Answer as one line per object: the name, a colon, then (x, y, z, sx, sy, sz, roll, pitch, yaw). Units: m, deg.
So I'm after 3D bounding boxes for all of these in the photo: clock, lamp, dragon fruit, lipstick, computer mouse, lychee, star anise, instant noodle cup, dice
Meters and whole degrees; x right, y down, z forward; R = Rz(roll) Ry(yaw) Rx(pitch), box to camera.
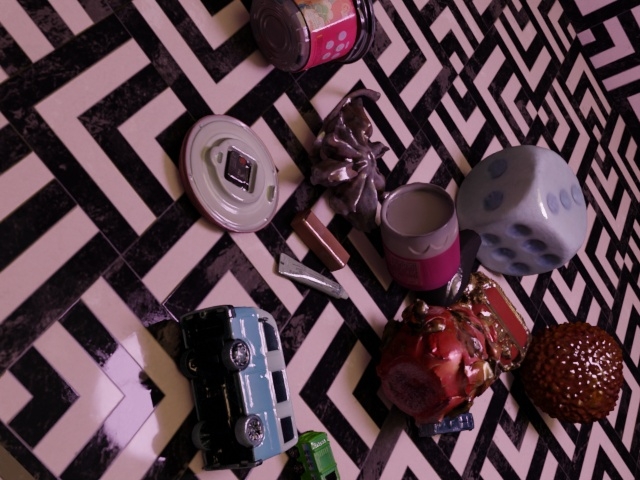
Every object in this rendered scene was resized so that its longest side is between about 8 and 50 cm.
clock: (-0.171, -0.131, 1.543, 0.244, 0.056, 0.244, 20, 61, -41)
lamp: (0.403, 0.203, 1.956, 0.274, 0.177, 0.177, 50, 45, -19)
dragon fruit: (0.265, 0.249, 1.731, 0.269, 0.250, 0.291, 49, 45, 5)
lipstick: (0.000, 0.000, 1.684, 0.145, 0.045, 0.045, 49, 43, -22)
computer mouse: (0.297, 0.056, 1.915, 0.086, 0.137, 0.269, 53, 45, -27)
lychee: (0.678, 0.351, 2.117, 0.304, 0.276, 0.275, 8, 66, -17)
star anise: (0.066, -0.176, 1.774, 0.359, 0.139, 0.316, -25, 110, -57)
instant noodle cup: (-0.034, -0.475, 1.702, 0.181, 0.258, 0.302, -33, 143, -31)
dice: (0.546, -0.078, 2.142, 0.268, 0.265, 0.262, 40, 49, -31)

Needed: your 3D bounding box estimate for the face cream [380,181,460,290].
face cream: (0.225, -0.008, 1.783, 0.195, 0.175, 0.175, 73, 28, -48)

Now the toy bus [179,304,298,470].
toy bus: (-0.137, 0.246, 1.376, 0.165, 0.133, 0.271, -2, 79, -53)

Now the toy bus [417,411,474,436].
toy bus: (0.289, 0.424, 1.816, 0.166, 0.065, 0.047, 7, 69, -45)

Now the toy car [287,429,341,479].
toy car: (-0.002, 0.443, 1.493, 0.071, 0.062, 0.165, -14, 86, -50)

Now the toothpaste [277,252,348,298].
toothpaste: (-0.013, 0.082, 1.651, 0.197, 0.029, 0.048, 28, 53, -34)
